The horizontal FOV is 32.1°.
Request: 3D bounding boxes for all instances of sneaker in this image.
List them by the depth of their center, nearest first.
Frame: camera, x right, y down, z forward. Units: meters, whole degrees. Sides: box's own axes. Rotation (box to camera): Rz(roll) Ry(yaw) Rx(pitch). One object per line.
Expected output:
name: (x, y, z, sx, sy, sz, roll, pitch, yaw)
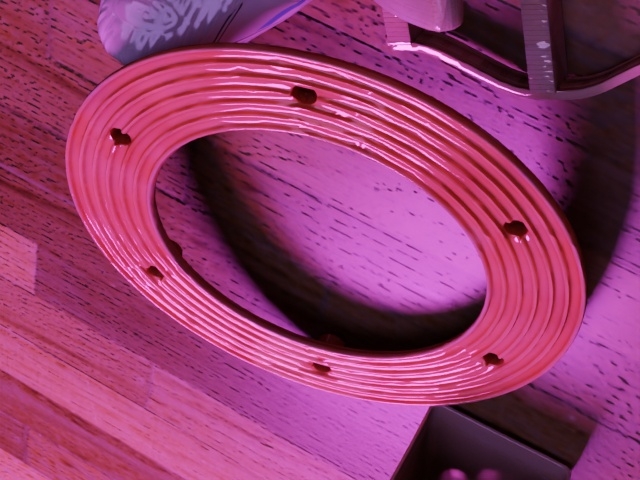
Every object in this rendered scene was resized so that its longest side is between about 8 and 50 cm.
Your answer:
sneaker: (-0.021, -0.167, 0.615, 0.237, 0.086, 0.085, -21, 110, 25)

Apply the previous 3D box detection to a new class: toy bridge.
toy bridge: (0.120, -0.108, 0.597, 0.188, 0.026, 0.063, 6, 126, 29)

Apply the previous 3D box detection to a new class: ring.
ring: (0.000, 0.000, 0.698, 0.336, 0.032, 0.337, 15, 144, 11)

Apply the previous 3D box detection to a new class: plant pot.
plant pot: (0.100, 0.201, 0.793, 0.109, 0.109, 0.096, 26, 146, 14)

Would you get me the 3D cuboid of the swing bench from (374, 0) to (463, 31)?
swing bench: (0.100, -0.218, 0.384, 0.254, 0.165, 0.253, 6, 125, 26)
